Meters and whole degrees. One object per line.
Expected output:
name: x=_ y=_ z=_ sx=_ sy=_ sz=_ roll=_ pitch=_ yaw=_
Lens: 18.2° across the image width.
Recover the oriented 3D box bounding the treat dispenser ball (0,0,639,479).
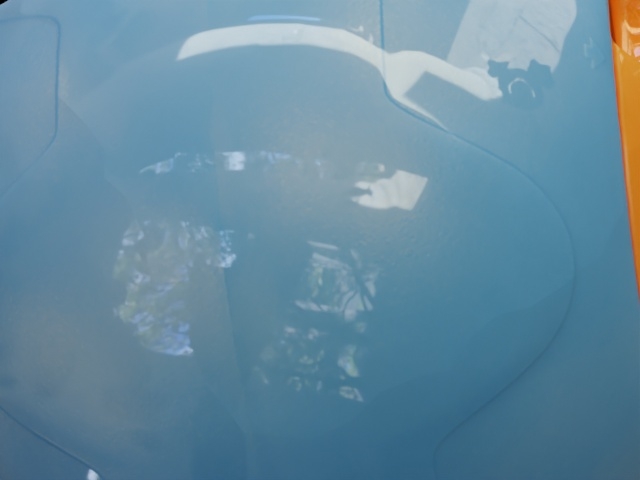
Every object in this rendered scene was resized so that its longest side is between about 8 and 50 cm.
treat dispenser ball: x=0.000 y=0.000 z=0.688 sx=0.288 sy=0.288 sz=0.288 roll=8 pitch=-90 yaw=-88
